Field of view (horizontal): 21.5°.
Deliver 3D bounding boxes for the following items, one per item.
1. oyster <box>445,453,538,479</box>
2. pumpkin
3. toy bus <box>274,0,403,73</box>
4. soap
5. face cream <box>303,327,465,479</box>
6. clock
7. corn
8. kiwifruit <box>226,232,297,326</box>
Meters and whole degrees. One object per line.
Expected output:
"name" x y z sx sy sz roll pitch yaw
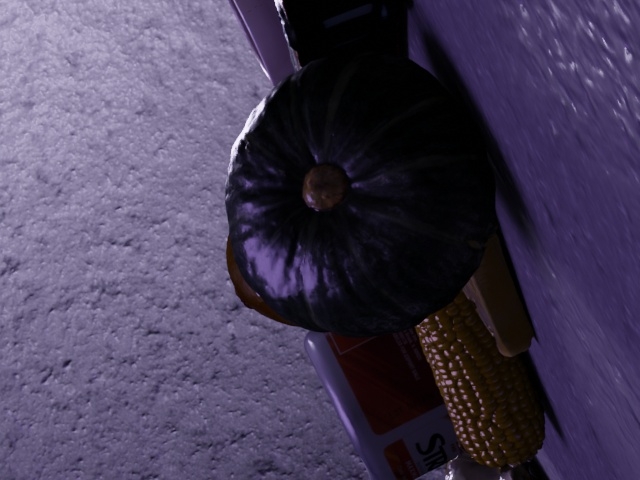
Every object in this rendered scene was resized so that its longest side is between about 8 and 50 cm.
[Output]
"oyster" 0.229 0.293 2.108 0.396 0.111 0.204 -118 20 -59
"pumpkin" 0.030 -0.033 1.238 0.211 0.211 0.152 63 -161 6
"toy bus" 0.013 -0.174 1.315 0.409 0.093 0.092 75 176 -78
"soap" 0.125 -0.004 1.404 0.252 0.037 0.092 65 179 -48
"face cream" 0.103 0.153 1.872 0.201 0.187 0.201 63 178 4
"clock" -0.080 -0.318 2.366 0.197 0.068 0.197 64 179 3
"corn" 0.145 0.109 1.600 0.091 0.091 0.260 -58 -46 -42
"kiwifruit" 0.000 0.000 1.944 0.196 0.234 0.196 56 -175 -8
